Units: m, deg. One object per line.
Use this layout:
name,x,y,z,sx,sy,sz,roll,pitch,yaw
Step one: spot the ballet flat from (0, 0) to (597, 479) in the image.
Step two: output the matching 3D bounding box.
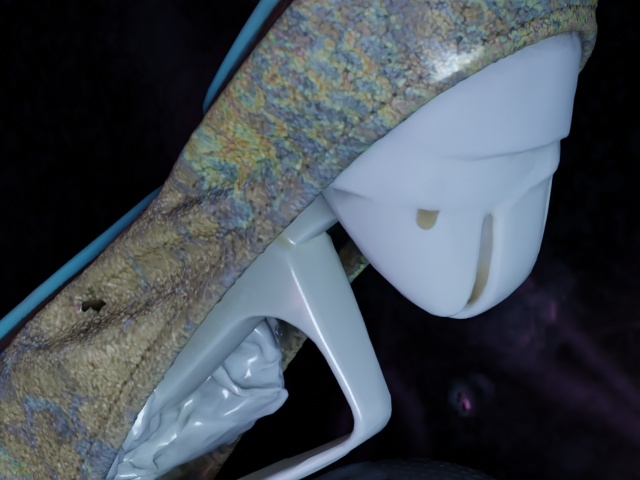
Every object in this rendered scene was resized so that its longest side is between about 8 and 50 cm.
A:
ballet flat,0.000,0.000,0.582,0.348,0.123,0.123,-46,67,32

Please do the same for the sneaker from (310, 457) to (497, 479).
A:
sneaker,0.000,0.230,0.581,0.130,0.147,0.330,11,78,16
